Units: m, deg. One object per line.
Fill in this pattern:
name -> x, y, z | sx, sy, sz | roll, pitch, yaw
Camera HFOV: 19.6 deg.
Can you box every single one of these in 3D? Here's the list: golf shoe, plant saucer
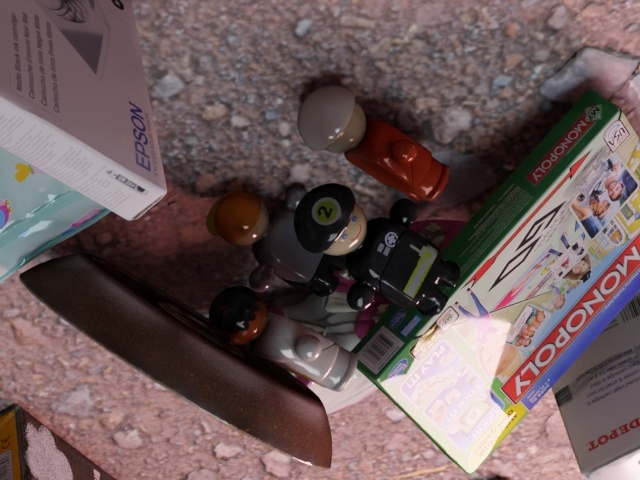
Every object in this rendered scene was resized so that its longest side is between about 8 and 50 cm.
golf shoe -> 0.047, 0.079, 1.754 | 0.306, 0.115, 0.140 | -30, 153, 20
plant saucer -> -0.111, 0.093, 1.579 | 0.311, 0.311, 0.050 | 33, 89, -40

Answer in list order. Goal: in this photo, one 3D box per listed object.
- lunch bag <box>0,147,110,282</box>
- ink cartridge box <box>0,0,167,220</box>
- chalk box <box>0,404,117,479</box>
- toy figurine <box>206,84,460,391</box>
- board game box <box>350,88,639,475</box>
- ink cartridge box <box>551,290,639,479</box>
lunch bag -> -0.297, -0.055, 1.496 | 0.279, 0.107, 0.224 | -30, 136, 18
ink cartridge box -> -0.215, -0.146, 1.330 | 0.045, 0.223, 0.224 | -38, 135, 25
chalk box -> -0.284, 0.333, 1.876 | 0.179, 0.180, 0.289 | -27, 136, 15
toy figurine -> 0.000, 0.000, 1.562 | 0.148, 0.213, 0.209 | 31, 126, -26
board game box -> 0.186, 0.043, 1.666 | 0.317, 0.046, 0.213 | -48, 138, -4
ink cartridge box -> 0.303, 0.129, 1.780 | 0.153, 0.208, 0.087 | -29, 137, 17
